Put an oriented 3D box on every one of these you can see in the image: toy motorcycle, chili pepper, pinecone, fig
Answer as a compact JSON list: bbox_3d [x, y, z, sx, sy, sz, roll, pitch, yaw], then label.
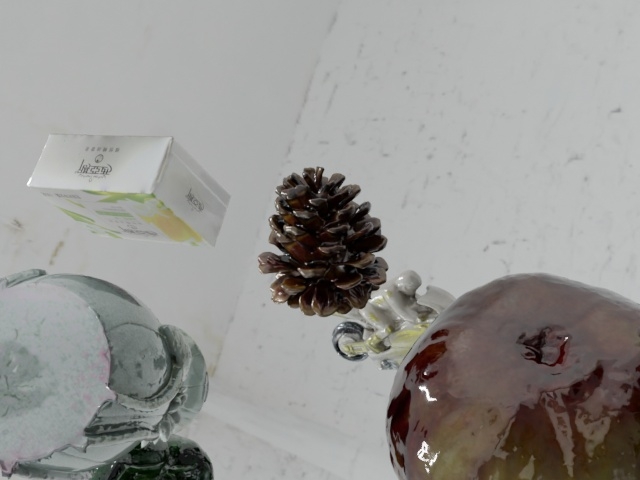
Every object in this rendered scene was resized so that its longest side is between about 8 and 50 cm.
[{"bbox_3d":[0.164,0.166,1.509,0.108,0.341,0.222,-43,-56,-56],"label":"toy motorcycle"},{"bbox_3d":[-0.313,0.440,1.272,0.233,0.257,0.248,12,-92,-31],"label":"chili pepper"},{"bbox_3d":[-0.001,-0.001,0.552,0.102,0.102,0.109,-24,-73,-41],"label":"pinecone"},{"bbox_3d":[0.171,0.186,0.555,0.217,0.217,0.320,-42,-47,-34],"label":"fig"}]

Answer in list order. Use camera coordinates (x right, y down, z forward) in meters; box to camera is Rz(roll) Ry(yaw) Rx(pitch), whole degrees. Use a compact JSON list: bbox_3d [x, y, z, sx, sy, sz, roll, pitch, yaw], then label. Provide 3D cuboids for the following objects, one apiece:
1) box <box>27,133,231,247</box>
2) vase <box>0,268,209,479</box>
[{"bbox_3d":[-0.310,-0.082,1.205,0.194,0.261,0.111,48,-130,-55],"label":"box"},{"bbox_3d":[-0.283,0.176,0.953,0.445,0.250,0.249,68,-142,-77],"label":"vase"}]
